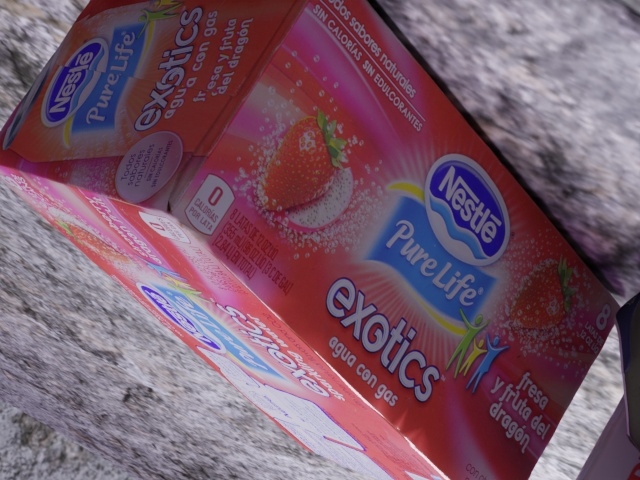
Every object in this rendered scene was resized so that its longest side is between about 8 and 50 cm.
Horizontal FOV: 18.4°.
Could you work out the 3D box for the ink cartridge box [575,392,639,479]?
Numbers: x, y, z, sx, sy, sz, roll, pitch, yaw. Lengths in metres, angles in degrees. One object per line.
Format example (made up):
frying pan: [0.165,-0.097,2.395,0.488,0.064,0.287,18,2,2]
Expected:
ink cartridge box: [0.243,0.185,1.045,0.237,0.172,0.100,28,165,13]

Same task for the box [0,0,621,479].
box: [0.000,0.000,0.989,0.154,0.142,0.300,14,156,46]

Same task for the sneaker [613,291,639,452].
sneaker: [0.197,0.108,0.987,0.086,0.064,0.192,3,113,64]
